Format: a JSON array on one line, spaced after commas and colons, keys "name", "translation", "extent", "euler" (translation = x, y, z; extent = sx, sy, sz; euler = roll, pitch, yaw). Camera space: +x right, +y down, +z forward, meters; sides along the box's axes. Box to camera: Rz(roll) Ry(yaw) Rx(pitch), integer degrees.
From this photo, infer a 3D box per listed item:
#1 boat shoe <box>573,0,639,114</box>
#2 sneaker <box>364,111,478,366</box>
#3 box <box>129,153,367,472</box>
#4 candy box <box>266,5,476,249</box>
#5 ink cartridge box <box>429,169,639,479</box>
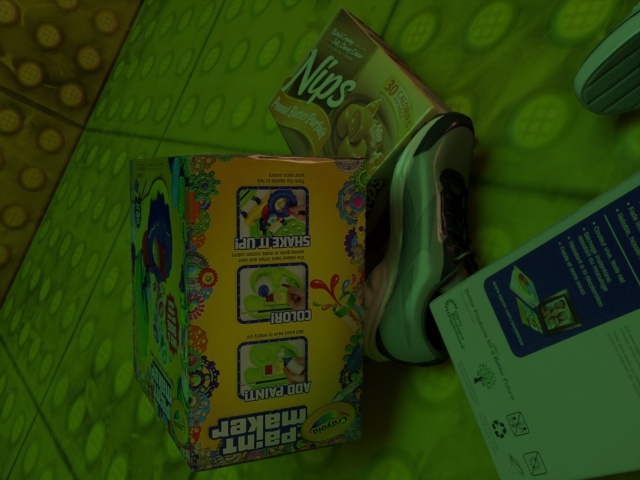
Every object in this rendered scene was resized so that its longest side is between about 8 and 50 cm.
[{"name": "boat shoe", "translation": [0.319, -0.195, 0.547], "extent": [0.226, 0.083, 0.075], "euler": [-33, 33, 20]}, {"name": "sneaker", "translation": [0.121, 0.000, 0.656], "extent": [0.108, 0.100, 0.271], "euler": [10, 83, 43]}, {"name": "box", "translation": [-0.094, 0.048, 0.697], "extent": [0.290, 0.177, 0.278], "euler": [11, 103, 63]}, {"name": "candy box", "translation": [0.047, -0.160, 0.838], "extent": [0.183, 0.088, 0.316], "euler": [-49, 38, 20]}, {"name": "ink cartridge box", "translation": [0.208, 0.052, 0.402], "extent": [0.332, 0.065, 0.165], "euler": [-46, 58, 55]}]
